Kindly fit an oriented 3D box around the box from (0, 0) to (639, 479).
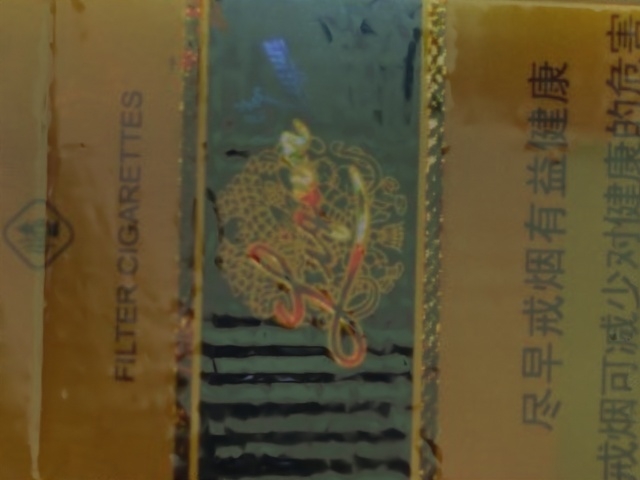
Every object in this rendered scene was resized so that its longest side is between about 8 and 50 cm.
[{"bbox_3d":[0.000,0.000,0.536,0.237,0.152,0.070,1,180,-4],"label":"box"}]
